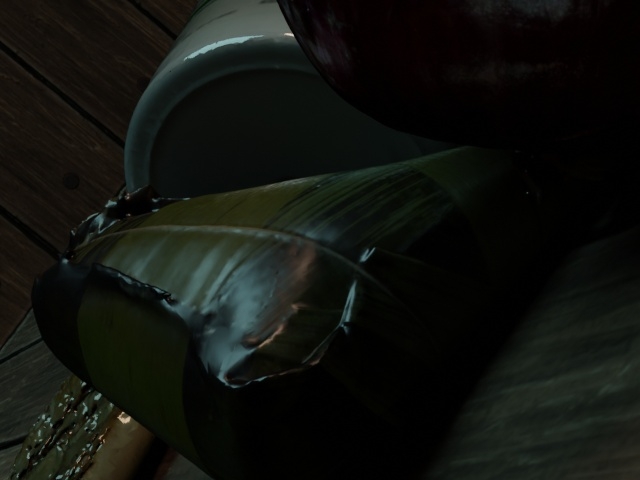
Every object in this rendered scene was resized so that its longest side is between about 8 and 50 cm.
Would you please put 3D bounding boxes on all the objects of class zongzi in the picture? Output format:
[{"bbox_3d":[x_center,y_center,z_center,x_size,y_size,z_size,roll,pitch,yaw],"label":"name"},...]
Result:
[{"bbox_3d":[0.000,0.000,0.994,0.317,0.154,0.289,-42,40,-18],"label":"zongzi"}]

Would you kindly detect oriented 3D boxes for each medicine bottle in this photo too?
[{"bbox_3d":[0.007,-0.092,1.119,0.238,0.238,0.232,-42,15,34],"label":"medicine bottle"}]

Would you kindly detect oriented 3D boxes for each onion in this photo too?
[{"bbox_3d":[0.124,-0.142,0.853,0.314,0.232,0.314,-5,28,3],"label":"onion"}]

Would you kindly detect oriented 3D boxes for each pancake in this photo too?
[{"bbox_3d":[-0.240,0.223,1.472,0.382,0.071,0.382,-49,12,14],"label":"pancake"}]
